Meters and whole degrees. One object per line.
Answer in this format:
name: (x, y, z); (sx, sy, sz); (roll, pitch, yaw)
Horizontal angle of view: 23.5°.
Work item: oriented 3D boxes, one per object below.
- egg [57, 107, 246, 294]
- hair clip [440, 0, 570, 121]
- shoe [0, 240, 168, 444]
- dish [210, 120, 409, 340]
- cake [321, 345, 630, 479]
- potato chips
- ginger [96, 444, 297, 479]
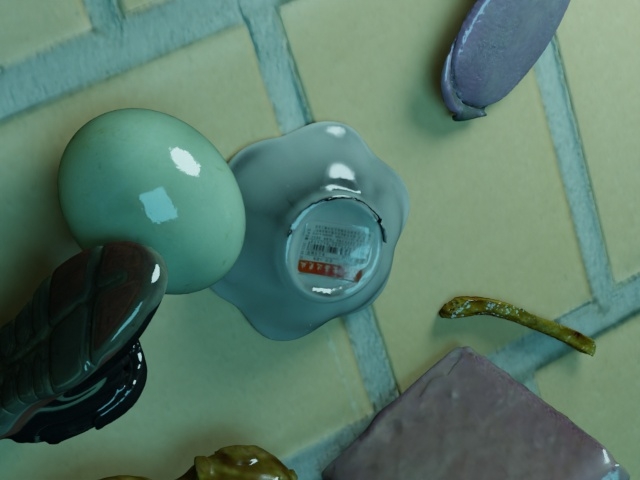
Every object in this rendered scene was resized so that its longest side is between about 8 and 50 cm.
egg: (-0.149, -0.033, 1.374); (0.149, 0.149, 0.192); (-48, 126, -5)
hair clip: (0.211, -0.282, 1.516); (0.096, 0.110, 0.358); (19, 105, 11)
shoe: (-0.208, 0.108, 1.355); (0.137, 0.114, 0.291); (14, 142, -38)
dish: (0.000, 0.000, 1.497); (0.229, 0.081, 0.229); (-8, 110, -24)
cake: (0.185, 0.292, 1.556); (0.230, 0.309, 0.237); (-42, 122, -6)
potato chips: (0.220, 0.090, 1.664); (0.204, 0.026, 0.037); (16, 102, -30)
ginger: (-0.152, 0.351, 1.450); (0.358, 0.152, 0.274); (-10, 74, -27)
